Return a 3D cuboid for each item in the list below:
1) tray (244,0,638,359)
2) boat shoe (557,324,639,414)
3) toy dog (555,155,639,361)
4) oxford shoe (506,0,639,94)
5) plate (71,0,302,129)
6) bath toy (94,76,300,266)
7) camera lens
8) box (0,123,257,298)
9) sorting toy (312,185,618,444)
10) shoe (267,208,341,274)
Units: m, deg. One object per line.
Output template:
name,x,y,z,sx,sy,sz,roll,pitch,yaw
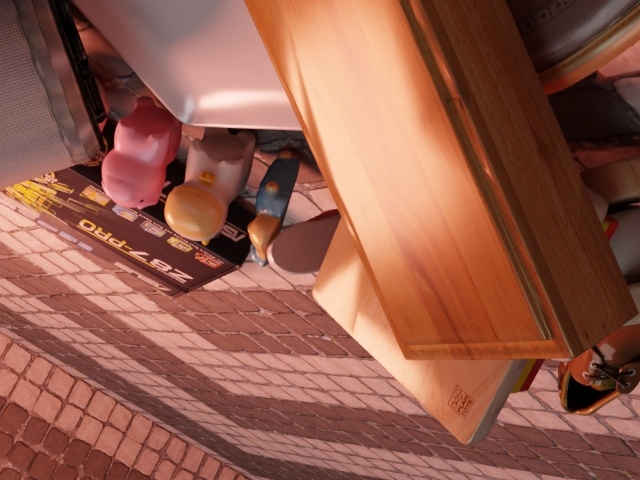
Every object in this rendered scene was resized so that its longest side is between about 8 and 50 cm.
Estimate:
tray,0.057,-0.109,0.686,0.203,0.076,0.410,-14,103,61
boat shoe,0.373,0.145,1.178,0.111,0.104,0.307,19,156,11
toy dog,0.253,0.022,0.973,0.161,0.220,0.334,2,-176,-42
oxford shoe,0.125,-0.186,0.693,0.133,0.130,0.364,42,151,-23
plate,-0.107,-0.212,0.948,0.278,0.045,0.277,6,152,35
bath toy,-0.205,-0.089,1.157,0.348,0.151,0.129,24,136,6
camera lens,-0.379,-0.155,0.984,0.274,0.219,0.219,-20,158,-11
box,-0.320,-0.063,1.399,0.395,0.097,0.318,31,158,-18
sorting toy,0.137,0.014,0.913,0.089,0.257,0.255,1,-150,-42
shoe,0.000,0.000,1.166,0.081,0.178,0.063,-17,96,61
